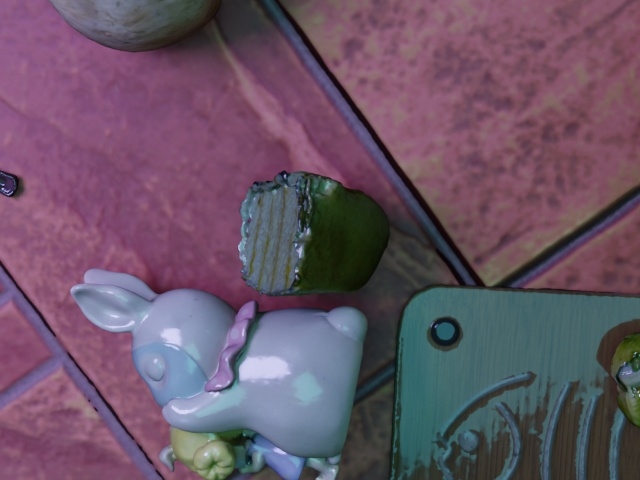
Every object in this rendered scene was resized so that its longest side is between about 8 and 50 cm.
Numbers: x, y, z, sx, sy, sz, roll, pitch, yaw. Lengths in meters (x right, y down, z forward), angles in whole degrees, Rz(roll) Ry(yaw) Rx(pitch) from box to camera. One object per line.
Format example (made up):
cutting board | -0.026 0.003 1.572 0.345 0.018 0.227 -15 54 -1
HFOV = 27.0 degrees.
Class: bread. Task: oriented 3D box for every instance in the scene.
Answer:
bread | 0.003 0.001 1.058 0.110 0.156 0.103 10 92 -19

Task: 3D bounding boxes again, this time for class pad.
pad | 0.200 0.184 1.137 0.284 0.018 0.286 3 96 1

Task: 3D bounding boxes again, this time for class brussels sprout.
brussels sprout | 0.264 0.117 1.095 0.051 0.046 0.083 -3 96 9

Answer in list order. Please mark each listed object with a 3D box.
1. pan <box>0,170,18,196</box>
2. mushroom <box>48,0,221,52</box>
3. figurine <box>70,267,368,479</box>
pan | -0.354 -0.078 1.106 0.212 0.040 0.115 22 102 -1
mushroom | -0.135 -0.268 1.004 0.195 0.189 0.253 -6 105 3
figurine | -0.089 0.108 1.083 0.235 0.127 0.155 12 117 2
